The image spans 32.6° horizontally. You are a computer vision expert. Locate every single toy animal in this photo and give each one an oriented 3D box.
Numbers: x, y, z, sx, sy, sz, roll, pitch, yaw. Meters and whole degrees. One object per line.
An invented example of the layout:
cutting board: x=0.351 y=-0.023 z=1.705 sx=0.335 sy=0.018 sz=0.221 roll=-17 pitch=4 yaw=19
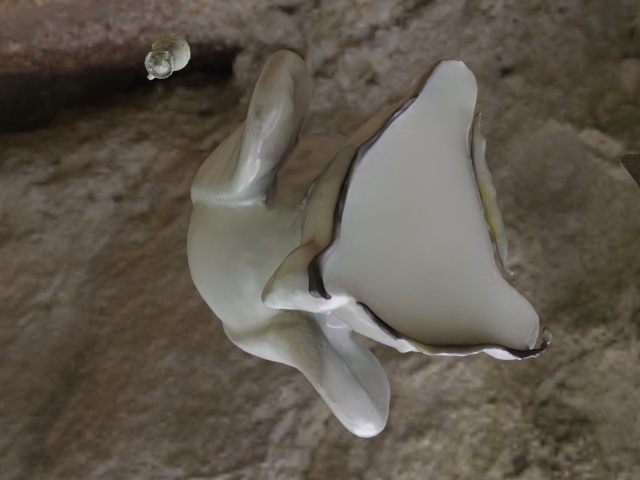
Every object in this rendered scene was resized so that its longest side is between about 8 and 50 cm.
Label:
toy animal: x=0.010 y=0.012 z=0.774 sx=0.174 sy=0.249 sz=0.289 roll=-15 pitch=163 yaw=-27

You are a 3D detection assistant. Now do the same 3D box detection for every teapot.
teapot: x=-0.226 y=-0.260 z=1.577 sx=0.057 sy=0.067 sz=0.083 roll=37 pitch=-160 yaw=-8

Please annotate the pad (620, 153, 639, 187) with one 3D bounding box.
pad: x=0.577 y=-0.038 z=1.460 sx=0.249 sy=0.055 sz=0.323 roll=3 pitch=-160 yaw=-20
